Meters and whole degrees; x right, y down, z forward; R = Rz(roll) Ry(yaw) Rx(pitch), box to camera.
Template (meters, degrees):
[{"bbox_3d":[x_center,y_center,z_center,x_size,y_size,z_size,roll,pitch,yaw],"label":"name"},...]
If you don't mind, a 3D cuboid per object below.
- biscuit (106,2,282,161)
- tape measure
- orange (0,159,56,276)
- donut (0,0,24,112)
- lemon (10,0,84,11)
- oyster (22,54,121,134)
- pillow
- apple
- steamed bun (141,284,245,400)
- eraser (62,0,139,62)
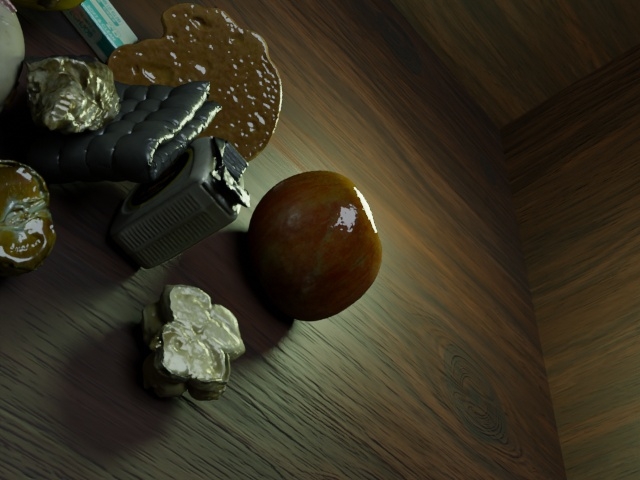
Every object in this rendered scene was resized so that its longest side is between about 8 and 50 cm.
[{"bbox_3d":[-0.240,-0.308,1.767,0.351,0.312,0.057,32,-11,-13],"label":"biscuit"},{"bbox_3d":[-0.217,-0.083,1.550,0.133,0.271,0.231,47,31,-23],"label":"tape measure"},{"bbox_3d":[-0.460,-0.028,1.267,0.160,0.112,0.170,45,63,-36],"label":"orange"},{"bbox_3d":[-0.600,-0.336,1.313,0.382,0.142,0.382,41,31,-33],"label":"donut"},{"bbox_3d":[-0.501,-0.554,1.551,0.297,0.297,0.297,40,33,-32],"label":"lemon"},{"bbox_3d":[-0.411,-0.249,1.435,0.341,0.166,0.110,-83,-179,-75],"label":"oyster"},{"bbox_3d":[-0.334,-0.189,1.534,0.326,0.228,0.101,-66,151,-55],"label":"pillow"},{"bbox_3d":[0.000,0.000,1.835,0.301,0.301,0.301,40,33,-32],"label":"apple"},{"bbox_3d":[-0.218,0.179,1.472,0.192,0.106,0.177,22,48,-37],"label":"steamed bun"},{"bbox_3d":[-0.467,-0.467,1.763,0.225,0.052,0.095,53,30,-13],"label":"eraser"}]
